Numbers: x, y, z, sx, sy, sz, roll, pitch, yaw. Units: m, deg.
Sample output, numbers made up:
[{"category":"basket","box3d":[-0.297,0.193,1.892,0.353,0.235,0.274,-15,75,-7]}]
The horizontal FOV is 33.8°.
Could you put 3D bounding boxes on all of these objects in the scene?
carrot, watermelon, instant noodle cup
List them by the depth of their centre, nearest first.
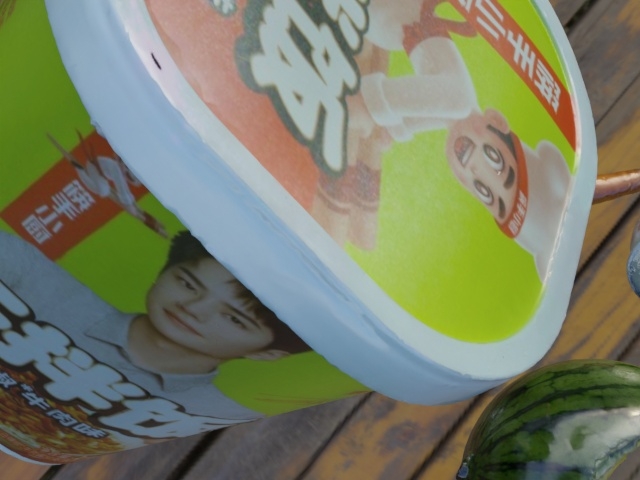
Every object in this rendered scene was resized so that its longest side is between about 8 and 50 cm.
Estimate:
[{"category":"instant noodle cup","box3d":[-0.071,-0.033,0.522,0.294,0.308,0.294,23,55,-37]},{"category":"carrot","box3d":[0.278,-0.050,1.202,0.256,0.061,0.061,-7,87,-9]},{"category":"watermelon","box3d":[0.259,0.274,1.260,0.189,0.331,0.331,28,82,-6]}]

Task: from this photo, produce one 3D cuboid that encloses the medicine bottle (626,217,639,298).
[{"category":"medicine bottle","box3d":[0.546,0.020,1.609,0.147,0.143,0.147,11,120,20]}]
